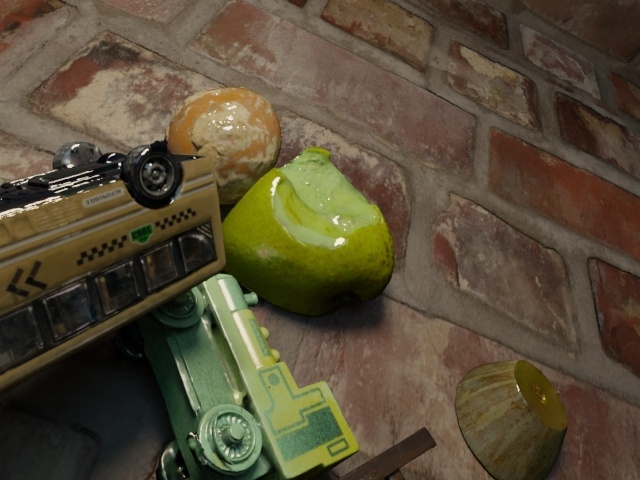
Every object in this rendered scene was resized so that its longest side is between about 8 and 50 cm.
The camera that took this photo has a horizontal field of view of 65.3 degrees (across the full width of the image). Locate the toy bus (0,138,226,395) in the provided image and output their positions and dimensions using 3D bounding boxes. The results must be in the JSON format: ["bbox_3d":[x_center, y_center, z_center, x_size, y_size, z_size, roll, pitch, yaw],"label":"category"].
[{"bbox_3d":[-0.280,0.018,0.515,0.176,0.202,0.365,10,27,37],"label":"toy bus"}]

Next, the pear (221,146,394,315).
[{"bbox_3d":[0.000,0.000,0.881,0.282,0.176,0.286,44,50,7],"label":"pear"}]

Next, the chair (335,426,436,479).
[{"bbox_3d":[-0.008,0.419,0.543,0.416,0.203,0.241,-13,60,-32],"label":"chair"}]

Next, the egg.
[{"bbox_3d":[-0.170,-0.173,0.903,0.203,0.203,0.245,33,58,0],"label":"egg"}]

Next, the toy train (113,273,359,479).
[{"bbox_3d":[-0.131,0.182,0.702,0.237,0.150,0.369,-5,56,-42],"label":"toy train"}]

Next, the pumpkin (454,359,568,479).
[{"bbox_3d":[0.356,0.301,0.878,0.217,0.110,0.217,16,44,-16],"label":"pumpkin"}]

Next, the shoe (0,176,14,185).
[{"bbox_3d":[-0.537,-0.072,0.719,0.274,0.098,0.103,8,57,-23],"label":"shoe"}]
